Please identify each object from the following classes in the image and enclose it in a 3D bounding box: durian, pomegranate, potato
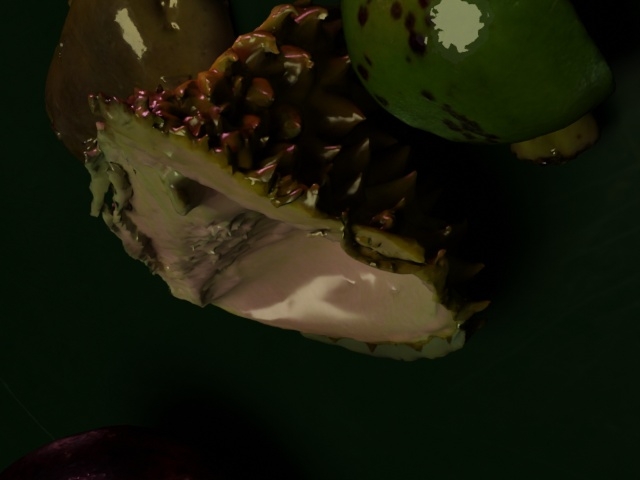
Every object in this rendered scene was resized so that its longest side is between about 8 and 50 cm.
[{"bbox_3d":[0.008,0.000,0.560,0.195,0.185,0.305,34,156,14],"label":"durian"},{"bbox_3d":[0.073,-0.101,0.450,0.143,0.122,0.169,-127,21,-48],"label":"pomegranate"},{"bbox_3d":[-0.144,-0.123,0.681,0.164,0.081,0.200,45,135,14],"label":"potato"}]

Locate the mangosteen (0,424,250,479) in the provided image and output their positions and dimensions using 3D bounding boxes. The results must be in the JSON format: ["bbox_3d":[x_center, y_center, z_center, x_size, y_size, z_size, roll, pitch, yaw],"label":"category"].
[{"bbox_3d":[-0.174,0.322,0.786,0.307,0.347,0.307,1,114,2],"label":"mangosteen"}]
